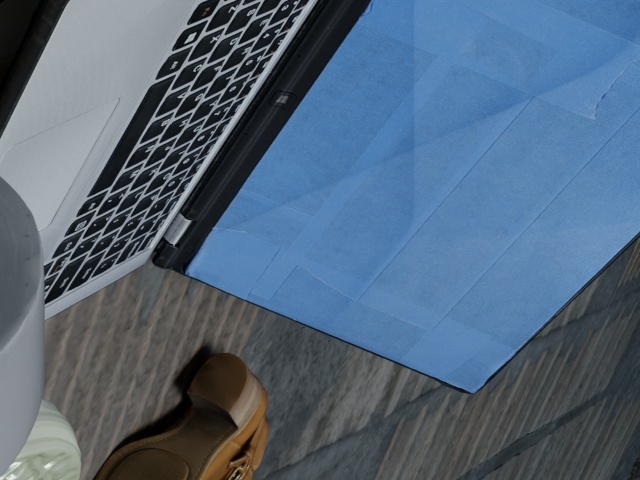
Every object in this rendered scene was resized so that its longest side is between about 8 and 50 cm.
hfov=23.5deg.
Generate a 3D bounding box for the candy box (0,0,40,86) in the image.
[{"bbox_3d":[-0.113,-0.191,0.795,0.159,0.071,0.233,0,119,-63],"label":"candy box"}]

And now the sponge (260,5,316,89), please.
[{"bbox_3d":[-0.047,-0.152,1.016,0.210,0.031,0.117,-51,156,-16],"label":"sponge"}]

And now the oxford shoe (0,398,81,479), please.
[{"bbox_3d":[-0.293,0.220,0.870,0.449,0.130,0.169,-52,156,23],"label":"oxford shoe"}]

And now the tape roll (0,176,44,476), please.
[{"bbox_3d":[-0.228,0.035,0.656,0.219,0.219,0.072,-35,145,-43],"label":"tape roll"}]

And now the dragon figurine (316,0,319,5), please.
[{"bbox_3d":[0.019,-0.278,0.910,0.144,0.085,0.289,26,92,-51],"label":"dragon figurine"}]

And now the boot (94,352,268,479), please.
[{"bbox_3d":[-0.106,0.195,1.260,0.197,0.073,0.152,-48,158,-16],"label":"boot"}]

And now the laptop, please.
[{"bbox_3d":[0.000,0.000,0.892,0.408,0.236,0.382,-32,166,-44],"label":"laptop"}]
